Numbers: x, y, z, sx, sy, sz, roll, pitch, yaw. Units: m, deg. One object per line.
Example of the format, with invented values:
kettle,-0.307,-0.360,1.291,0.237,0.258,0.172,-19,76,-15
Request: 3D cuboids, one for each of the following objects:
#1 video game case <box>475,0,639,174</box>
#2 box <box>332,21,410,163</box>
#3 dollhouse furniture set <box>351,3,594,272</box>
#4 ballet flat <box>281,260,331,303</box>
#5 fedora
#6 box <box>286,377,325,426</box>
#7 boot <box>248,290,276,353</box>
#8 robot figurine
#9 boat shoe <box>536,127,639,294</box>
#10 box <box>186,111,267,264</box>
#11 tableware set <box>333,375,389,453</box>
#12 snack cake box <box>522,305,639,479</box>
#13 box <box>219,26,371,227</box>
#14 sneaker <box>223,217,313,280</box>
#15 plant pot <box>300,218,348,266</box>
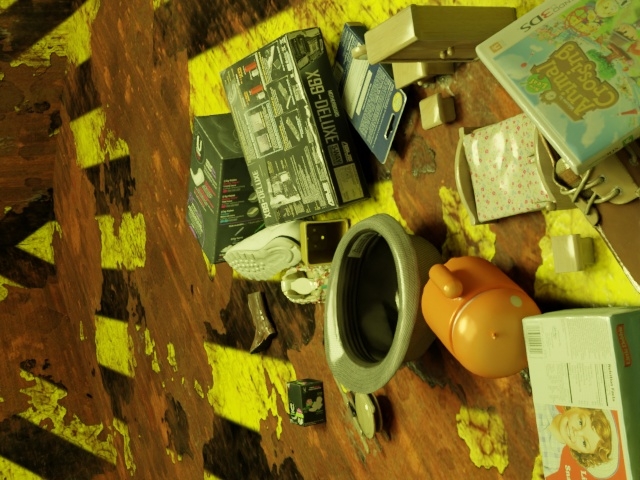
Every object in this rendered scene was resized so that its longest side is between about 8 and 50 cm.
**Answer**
video game case,0.300,-0.196,1.016,0.023,0.193,0.212,49,-170,-53
box,0.084,-0.242,1.546,0.225,0.037,0.136,60,145,40
dollhouse furniture set,0.175,-0.118,1.253,0.303,0.174,0.355,-14,83,63
ballet flat,-0.029,0.079,1.784,0.241,0.077,0.091,-13,84,63
fedora,0.113,0.097,1.464,0.244,0.124,0.275,3,90,60
box,-0.029,0.319,1.859,0.062,0.052,0.083,-2,93,61
boot,-0.140,0.178,2.059,0.106,0.037,0.114,-48,56,39
robot figurine,0.216,0.101,1.250,0.219,0.128,0.158,-125,26,-64
boat shoe,0.314,-0.074,1.055,0.123,0.116,0.324,-54,49,53
box,-0.178,-0.110,1.940,0.165,0.143,0.270,55,146,42
tableware set,0.073,0.263,1.672,0.194,0.039,0.128,-116,22,-44
snack cake box,0.335,0.212,1.106,0.152,0.089,0.264,-10,86,61
box,-0.052,-0.190,1.664,0.242,0.077,0.307,-14,94,56
sneaker,-0.100,0.011,1.863,0.235,0.090,0.094,-15,42,46
plant pot,0.000,0.000,1.715,0.083,0.082,0.081,-162,68,-72
